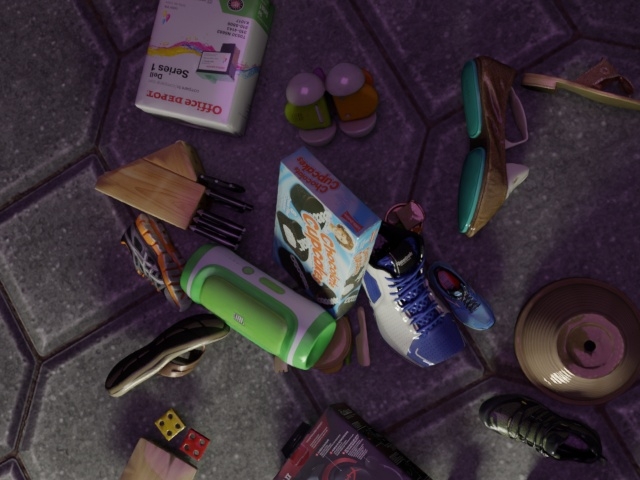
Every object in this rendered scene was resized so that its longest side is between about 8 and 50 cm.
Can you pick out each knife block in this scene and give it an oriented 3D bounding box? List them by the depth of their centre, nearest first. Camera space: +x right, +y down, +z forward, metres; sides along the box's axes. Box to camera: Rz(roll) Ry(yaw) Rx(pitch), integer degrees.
[{"bbox_3d":[-0.281,-0.062,1.437,0.276,0.088,0.242,-22,84,7],"label":"knife block"}]

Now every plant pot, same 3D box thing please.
[{"bbox_3d":[0.474,0.184,1.295,0.237,0.110,0.237,-1,86,9],"label":"plant pot"}]

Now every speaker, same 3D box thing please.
[{"bbox_3d":[-0.121,0.122,1.370,0.297,0.131,0.131,30,92,18],"label":"speaker"}]

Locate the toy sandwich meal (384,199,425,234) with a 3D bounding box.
[{"bbox_3d":[0.164,-0.037,1.394,0.086,0.029,0.085,0,87,9],"label":"toy sandwich meal"}]

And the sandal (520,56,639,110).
[{"bbox_3d":[0.499,-0.302,1.323,0.240,0.088,0.079,14,96,14],"label":"sandal"}]

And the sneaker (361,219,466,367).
[{"bbox_3d":[0.145,0.085,1.301,0.127,0.182,0.315,-33,83,-13],"label":"sneaker"}]

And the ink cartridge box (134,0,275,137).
[{"bbox_3d":[-0.228,-0.366,1.428,0.201,0.117,0.278,14,90,10],"label":"ink cartridge box"}]

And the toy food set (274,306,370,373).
[{"bbox_3d":[0.003,0.196,1.411,0.192,0.038,0.132,-6,79,14],"label":"toy food set"}]

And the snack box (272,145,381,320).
[{"bbox_3d":[0.000,0.000,1.268,0.060,0.322,0.187,-37,70,-24],"label":"snack box"}]

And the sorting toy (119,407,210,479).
[{"bbox_3d":[-0.322,0.471,1.441,0.132,0.046,0.274,26,92,9],"label":"sorting toy"}]

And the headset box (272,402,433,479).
[{"bbox_3d":[0.052,0.460,1.333,0.293,0.110,0.218,37,93,19],"label":"headset box"}]

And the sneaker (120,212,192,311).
[{"bbox_3d":[-0.328,0.053,1.451,0.083,0.084,0.214,-33,79,20],"label":"sneaker"}]

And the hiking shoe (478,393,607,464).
[{"bbox_3d":[0.400,0.340,1.296,0.227,0.114,0.086,15,89,10],"label":"hiking shoe"}]

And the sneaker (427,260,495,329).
[{"bbox_3d":[0.261,0.107,1.349,0.162,0.073,0.063,45,94,8],"label":"sneaker"}]

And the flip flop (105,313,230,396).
[{"bbox_3d":[-0.297,0.236,1.427,0.277,0.112,0.080,-33,113,1],"label":"flip flop"}]

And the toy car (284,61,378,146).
[{"bbox_3d":[0.019,-0.279,1.384,0.182,0.159,0.136,-12,51,9],"label":"toy car"}]

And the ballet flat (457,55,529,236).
[{"bbox_3d":[0.328,-0.175,1.347,0.124,0.116,0.342,3,84,-10],"label":"ballet flat"}]
